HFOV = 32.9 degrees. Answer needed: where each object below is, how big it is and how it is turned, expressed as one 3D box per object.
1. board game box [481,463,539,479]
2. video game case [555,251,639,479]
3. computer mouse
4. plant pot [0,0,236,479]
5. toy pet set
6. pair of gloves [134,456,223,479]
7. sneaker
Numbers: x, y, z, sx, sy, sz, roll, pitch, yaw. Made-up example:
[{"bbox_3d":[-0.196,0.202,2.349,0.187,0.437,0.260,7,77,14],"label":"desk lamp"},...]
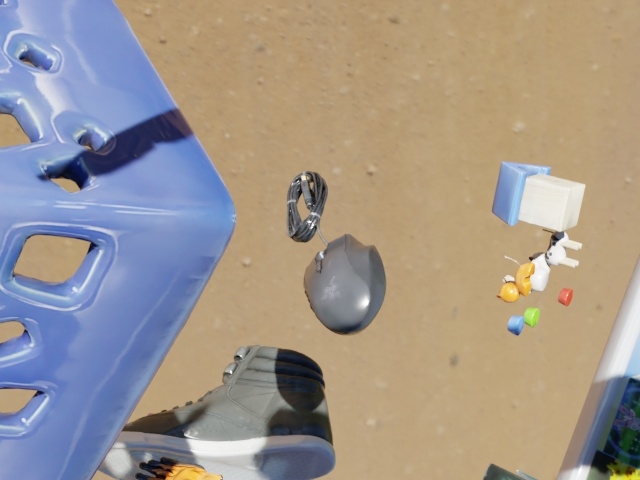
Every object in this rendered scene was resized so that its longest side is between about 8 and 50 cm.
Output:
[{"bbox_3d":[0.159,0.141,0.395,0.126,0.186,0.026,31,82,-39],"label":"board game box"},{"bbox_3d":[0.355,0.178,0.887,0.300,0.036,0.328,26,77,-7],"label":"video game case"},{"bbox_3d":[0.000,0.000,0.953,0.041,0.242,0.071,33,106,-30],"label":"computer mouse"},{"bbox_3d":[-0.210,-0.010,0.479,0.212,0.236,0.236,6,129,-43],"label":"plant pot"},{"bbox_3d":[0.157,0.001,0.850,0.122,0.065,0.114,-14,117,-57],"label":"toy pet set"},{"bbox_3d":[-0.123,0.198,0.827,0.074,0.010,0.083,29,111,-40],"label":"pair of gloves"},{"bbox_3d":[-0.123,0.200,1.242,0.296,0.146,0.104,-5,137,12],"label":"sneaker"}]
